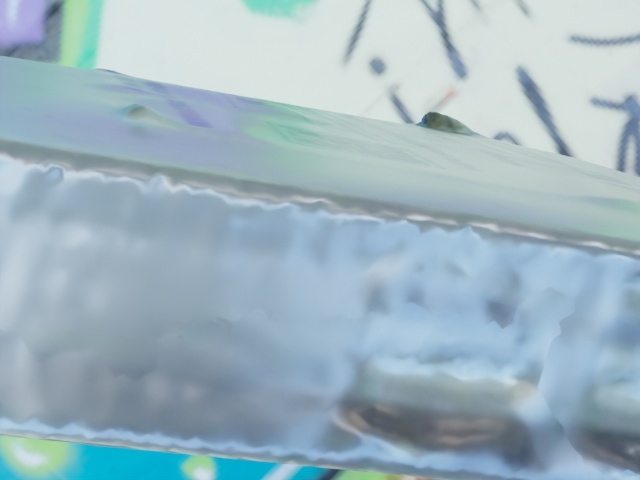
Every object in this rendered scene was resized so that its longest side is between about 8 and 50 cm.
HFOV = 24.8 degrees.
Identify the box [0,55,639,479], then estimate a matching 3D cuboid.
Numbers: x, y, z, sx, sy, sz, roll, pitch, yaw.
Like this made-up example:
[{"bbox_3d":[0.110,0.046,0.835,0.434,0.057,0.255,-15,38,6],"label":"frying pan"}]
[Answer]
[{"bbox_3d":[0.000,0.001,0.599,0.396,0.396,0.111,-136,-125,-75],"label":"box"}]
